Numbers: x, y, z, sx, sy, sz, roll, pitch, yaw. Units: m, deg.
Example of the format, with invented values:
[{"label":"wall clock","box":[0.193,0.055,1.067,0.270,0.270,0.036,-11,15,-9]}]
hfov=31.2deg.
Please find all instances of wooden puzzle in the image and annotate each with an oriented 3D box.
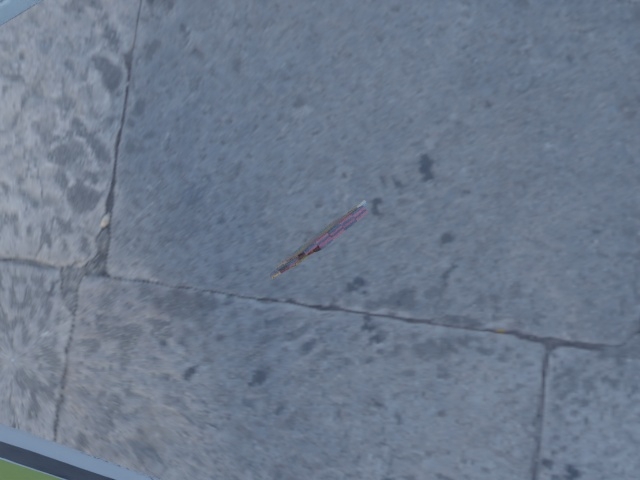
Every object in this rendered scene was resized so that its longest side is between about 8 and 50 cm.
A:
[{"label":"wooden puzzle","box":[0.000,0.000,0.692,0.083,0.049,0.006,-38,94,-24]}]

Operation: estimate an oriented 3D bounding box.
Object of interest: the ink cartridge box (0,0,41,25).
[{"label":"ink cartridge box","box":[-0.127,-0.177,0.423,0.060,0.239,0.275,40,52,8]}]

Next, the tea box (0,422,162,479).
[{"label":"tea box","box":[-0.088,0.180,0.296,0.329,0.323,0.220,22,83,-11]}]
